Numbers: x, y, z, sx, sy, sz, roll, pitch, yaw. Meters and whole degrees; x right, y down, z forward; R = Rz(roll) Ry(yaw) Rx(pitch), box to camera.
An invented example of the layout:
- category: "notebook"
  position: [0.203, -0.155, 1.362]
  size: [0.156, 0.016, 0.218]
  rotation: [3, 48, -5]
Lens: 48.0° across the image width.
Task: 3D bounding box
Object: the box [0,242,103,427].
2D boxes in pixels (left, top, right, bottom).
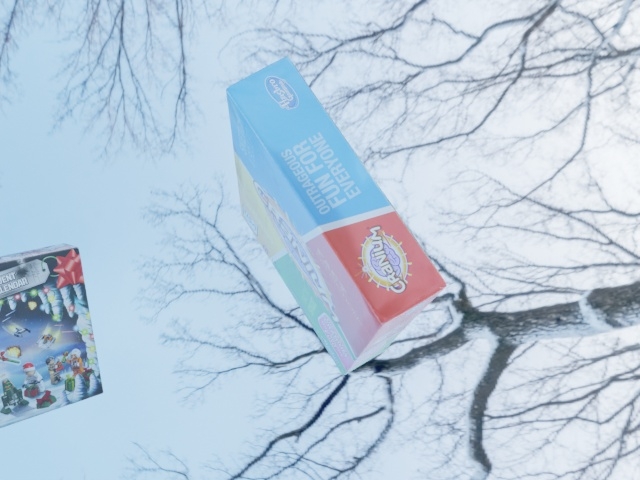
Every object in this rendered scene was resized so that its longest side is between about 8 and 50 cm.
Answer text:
- category: "box"
  position: [-0.196, 0.061, 0.399]
  size: [0.137, 0.027, 0.093]
  rotation: [-15, -77, -37]

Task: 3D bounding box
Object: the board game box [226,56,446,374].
- category: "board game box"
  position: [0.000, 0.000, 0.727]
  size: [0.064, 0.316, 0.242]
  rotation: [-30, -104, -12]
